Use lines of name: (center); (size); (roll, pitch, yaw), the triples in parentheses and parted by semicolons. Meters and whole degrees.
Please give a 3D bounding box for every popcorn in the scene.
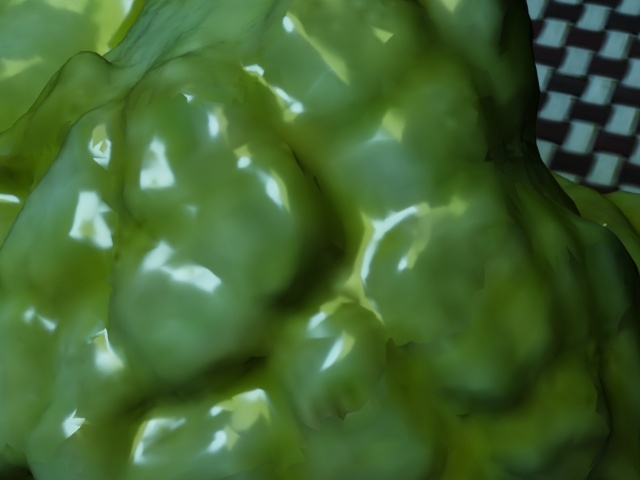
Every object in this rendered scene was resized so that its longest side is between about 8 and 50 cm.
popcorn: (-0.008, 0.004, 0.469); (0.237, 0.293, 0.293); (-25, 45, 30)
